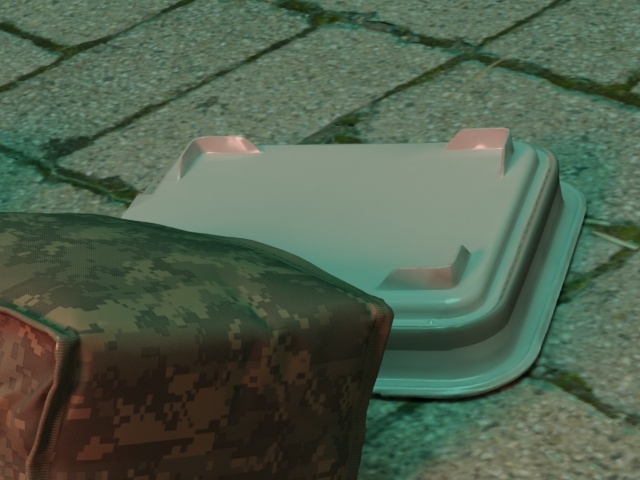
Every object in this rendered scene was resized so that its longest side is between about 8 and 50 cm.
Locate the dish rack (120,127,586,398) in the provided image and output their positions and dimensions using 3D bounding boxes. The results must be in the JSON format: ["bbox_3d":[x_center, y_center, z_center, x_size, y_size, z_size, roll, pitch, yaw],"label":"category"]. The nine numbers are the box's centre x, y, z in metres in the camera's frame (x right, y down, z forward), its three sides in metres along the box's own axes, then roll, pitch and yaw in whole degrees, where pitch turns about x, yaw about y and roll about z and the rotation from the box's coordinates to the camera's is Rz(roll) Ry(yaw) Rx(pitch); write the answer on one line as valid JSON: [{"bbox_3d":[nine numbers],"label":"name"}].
[{"bbox_3d":[0.000,0.000,1.351,0.333,0.072,0.285,-1,30,19],"label":"dish rack"}]

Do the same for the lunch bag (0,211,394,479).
[{"bbox_3d":[-0.147,0.067,1.118,0.235,0.169,0.287,-4,21,-43],"label":"lunch bag"}]
